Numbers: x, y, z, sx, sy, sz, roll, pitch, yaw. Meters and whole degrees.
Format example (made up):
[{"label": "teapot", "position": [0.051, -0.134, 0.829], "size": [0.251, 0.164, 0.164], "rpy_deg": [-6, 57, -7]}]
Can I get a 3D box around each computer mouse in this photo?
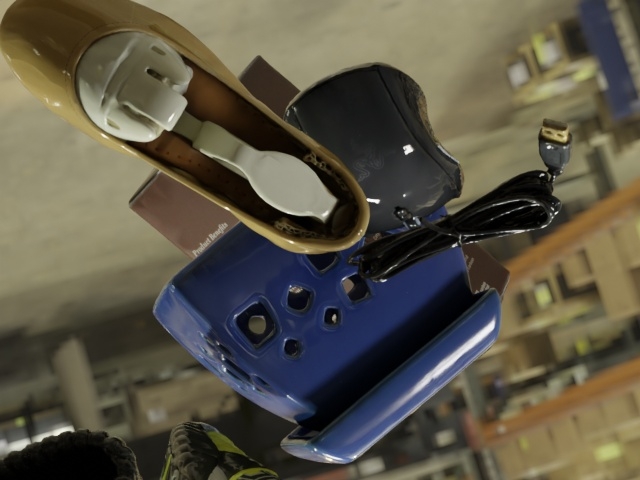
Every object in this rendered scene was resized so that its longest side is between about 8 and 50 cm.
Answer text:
[{"label": "computer mouse", "position": [0.087, -0.045, 1.225], "size": [0.184, 0.060, 0.262], "rpy_deg": [-21, 150, 4]}]

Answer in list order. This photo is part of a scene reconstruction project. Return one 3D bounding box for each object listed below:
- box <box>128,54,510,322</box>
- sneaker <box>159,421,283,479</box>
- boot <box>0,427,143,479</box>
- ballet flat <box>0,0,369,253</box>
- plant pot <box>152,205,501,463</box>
[{"label": "box", "position": [0.000, 0.000, 1.982], "size": [0.191, 0.381, 0.143], "rpy_deg": [-41, -167, 40]}, {"label": "sneaker", "position": [-0.039, 0.249, 1.336], "size": [0.147, 0.145, 0.385], "rpy_deg": [10, -167, -20]}, {"label": "boot", "position": [-0.307, 0.331, 1.773], "size": [0.348, 0.131, 0.260], "rpy_deg": [-43, 163, -8]}, {"label": "ballet flat", "position": [-0.066, -0.066, 0.975], "size": [0.232, 0.080, 0.073], "rpy_deg": [30, -179, -18]}, {"label": "plant pot", "position": [0.012, 0.058, 1.534], "size": [0.236, 0.212, 0.236], "rpy_deg": [-38, 180, -11]}]
